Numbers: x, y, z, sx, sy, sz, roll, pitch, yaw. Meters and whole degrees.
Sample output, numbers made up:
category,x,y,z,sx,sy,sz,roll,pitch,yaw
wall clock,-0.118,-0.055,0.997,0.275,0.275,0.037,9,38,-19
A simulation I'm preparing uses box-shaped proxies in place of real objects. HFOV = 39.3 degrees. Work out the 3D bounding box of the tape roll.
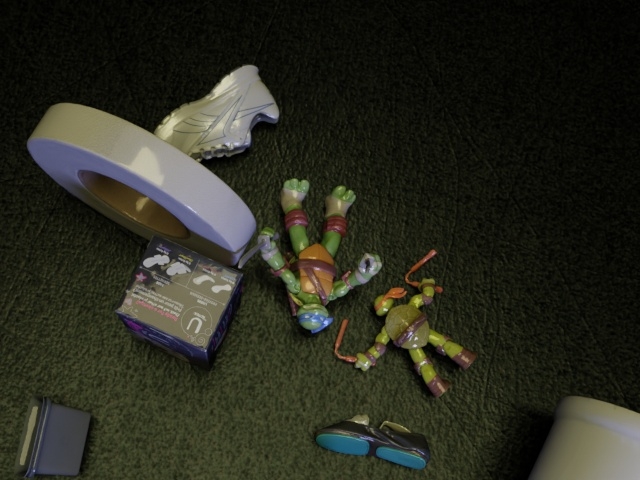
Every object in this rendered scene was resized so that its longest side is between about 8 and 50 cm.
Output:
category,x,y,z,sx,sy,sz,roll,pitch,yaw
tape roll,-0.290,-0.083,1.465,0.392,0.392,0.072,27,74,1

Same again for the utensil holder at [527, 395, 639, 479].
category,x,y,z,sx,sy,sz,roll,pitch,yaw
utensil holder,0.459,0.496,1.427,0.328,0.327,0.385,28,76,2

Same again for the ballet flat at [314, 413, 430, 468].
category,x,y,z,sx,sy,sz,roll,pitch,yaw
ballet flat,0.093,0.344,1.561,0.203,0.074,0.074,12,74,3

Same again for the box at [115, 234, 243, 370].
category,x,y,z,sx,sy,sz,roll,pitch,yaw
box,-0.230,0.112,1.488,0.163,0.247,0.142,23,73,1

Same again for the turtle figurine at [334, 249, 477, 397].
category,x,y,z,sx,sy,sz,roll,pitch,yaw
turtle figurine,0.176,0.158,1.603,0.217,0.087,0.269,43,75,6

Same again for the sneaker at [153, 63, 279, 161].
category,x,y,z,sx,sy,sz,roll,pitch,yaw
sneaker,-0.202,-0.202,1.653,0.297,0.111,0.129,-39,88,-13

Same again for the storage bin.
category,x,y,z,sx,sy,sz,roll,pitch,yaw
storage bin,-0.446,0.333,1.494,0.091,0.098,0.135,19,71,-30

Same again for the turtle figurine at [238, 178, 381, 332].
category,x,y,z,sx,sy,sz,roll,pitch,yaw
turtle figurine,0.000,0.000,1.547,0.198,0.274,0.266,-10,53,14
